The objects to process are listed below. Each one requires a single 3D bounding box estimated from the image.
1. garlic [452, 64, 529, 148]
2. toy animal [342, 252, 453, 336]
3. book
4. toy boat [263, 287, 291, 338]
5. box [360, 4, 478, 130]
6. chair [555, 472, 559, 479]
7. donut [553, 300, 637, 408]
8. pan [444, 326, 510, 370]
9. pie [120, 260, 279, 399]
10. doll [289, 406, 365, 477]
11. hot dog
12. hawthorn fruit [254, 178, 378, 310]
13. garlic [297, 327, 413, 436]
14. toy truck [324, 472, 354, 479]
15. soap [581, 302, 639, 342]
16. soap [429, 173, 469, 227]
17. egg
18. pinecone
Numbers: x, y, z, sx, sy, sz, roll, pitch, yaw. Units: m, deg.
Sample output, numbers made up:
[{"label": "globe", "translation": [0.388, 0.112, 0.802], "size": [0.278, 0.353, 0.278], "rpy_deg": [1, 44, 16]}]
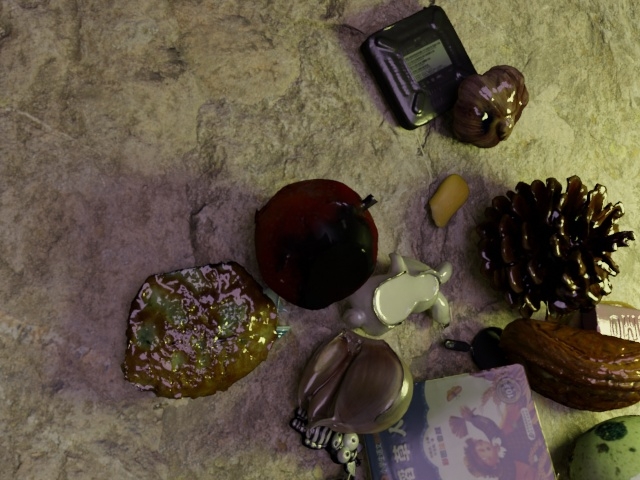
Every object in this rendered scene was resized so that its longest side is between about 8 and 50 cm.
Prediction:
[{"label": "garlic", "translation": [0.471, -0.357, 1.566], "size": [0.244, 0.160, 0.245], "rpy_deg": [-20, 134, -22]}, {"label": "toy animal", "translation": [0.210, 0.138, 1.441], "size": [0.325, 0.154, 0.209], "rpy_deg": [6, 88, -24]}, {"label": "book", "translation": [0.321, 0.483, 1.389], "size": [0.427, 0.039, 0.300], "rpy_deg": [-12, 74, 0]}, {"label": "toy boat", "translation": [-0.127, 0.165, 1.371], "size": [0.105, 0.034, 0.149], "rpy_deg": [-10, 87, -22]}, {"label": "box", "translation": [0.282, -0.480, 1.586], "size": [0.290, 0.073, 0.289], "rpy_deg": [-31, 95, -21]}, {"label": "chair", "translation": [0.455, 0.679, 1.449], "size": [0.166, 0.188, 0.272], "rpy_deg": [27, 72, -15]}, {"label": "donut", "translation": [0.810, 0.333, 1.649], "size": [0.329, 0.160, 0.330], "rpy_deg": [4, 72, -13]}, {"label": "pan", "translation": [0.429, 0.295, 1.567], "size": [0.235, 0.028, 0.136], "rpy_deg": [13, 78, -22]}, {"label": "pie", "translation": [-0.268, 0.200, 1.278], "size": [0.354, 0.103, 0.289], "rpy_deg": [-12, 88, -21]}, {"label": "doll", "translation": [0.022, 0.474, 1.372], "size": [0.219, 0.067, 0.091], "rpy_deg": [38, 53, -14]}, {"label": "hot dog", "translation": [0.643, 0.313, 1.446], "size": [0.387, 0.267, 0.174], "rpy_deg": [10, 59, 25]}, {"label": "hawthorn fruit", "translation": [-0.013, 0.011, 1.287], "size": [0.315, 0.316, 0.316], "rpy_deg": [3, 82, -20]}, {"label": "garlic", "translation": [0.079, 0.335, 1.319], "size": [0.237, 0.210, 0.292], "rpy_deg": [25, 59, -4]}, {"label": "toy truck", "translation": [0.072, 0.678, 1.343], "size": [0.125, 0.101, 0.243], "rpy_deg": [-23, 94, 16]}, {"label": "soap", "translation": [0.817, 0.243, 1.560], "size": [0.203, 0.065, 0.122], "rpy_deg": [9, 67, -12]}, {"label": "soap", "translation": [0.349, -0.111, 1.586], "size": [0.089, 0.033, 0.168], "rpy_deg": [47, 70, -7]}, {"label": "egg", "translation": [0.849, 0.617, 1.546], "size": [0.379, 0.287, 0.288], "rpy_deg": [9, 80, -16]}, {"label": "pinecone", "translation": [0.629, 0.006, 1.520], "size": [0.397, 0.397, 0.398], "rpy_deg": [3, 82, -20]}]
